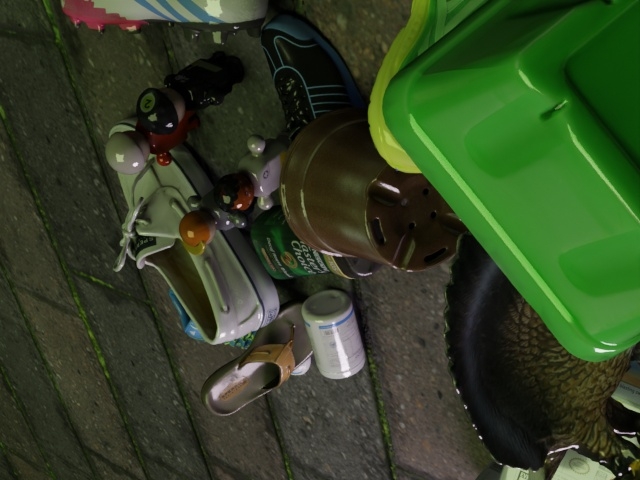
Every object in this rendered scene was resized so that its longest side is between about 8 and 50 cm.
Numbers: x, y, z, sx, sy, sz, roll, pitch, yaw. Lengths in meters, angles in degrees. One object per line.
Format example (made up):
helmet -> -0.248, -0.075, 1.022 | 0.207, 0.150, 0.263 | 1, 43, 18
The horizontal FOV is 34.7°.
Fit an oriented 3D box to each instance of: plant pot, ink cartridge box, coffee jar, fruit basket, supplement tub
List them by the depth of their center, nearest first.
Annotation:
fruit basket -> 0.255, -0.099, 0.724 | 0.283, 0.392, 0.392 | 51, 145, -2
plant pot -> 0.065, -0.048, 1.054 | 0.165, 0.167, 0.167 | 25, 143, 63
coffee jar -> 0.000, 0.000, 1.287 | 0.184, 0.079, 0.096 | -4, 120, 49
ink cartridge box -> 0.234, 0.346, 1.367 | 0.029, 0.063, 0.115 | 23, 137, 36
supplement tub -> 0.018, 0.127, 1.393 | 0.071, 0.071, 0.107 | 17, 134, 38

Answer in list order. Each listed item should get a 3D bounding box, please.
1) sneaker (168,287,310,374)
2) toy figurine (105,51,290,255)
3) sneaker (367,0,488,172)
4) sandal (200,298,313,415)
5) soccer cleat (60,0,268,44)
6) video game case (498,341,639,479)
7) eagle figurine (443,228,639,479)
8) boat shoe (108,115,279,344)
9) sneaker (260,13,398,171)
sneaker -> -0.130, 0.131, 1.510 | 0.240, 0.126, 0.091 | 45, 145, 7
toy figurine -> -0.151, -0.106, 1.292 | 0.209, 0.148, 0.213 | 53, 145, -5
sneaker -> 0.136, -0.187, 0.830 | 0.124, 0.295, 0.109 | 12, 169, 29
sandal -> -0.081, 0.175, 1.451 | 0.090, 0.219, 0.060 | 49, -175, -19
soccer cleat -> -0.185, -0.313, 1.191 | 0.331, 0.116, 0.143 | 14, 114, 39
video game case -> 0.334, 0.191, 0.990 | 0.270, 0.061, 0.244 | 22, 106, 22
eagle figurine -> 0.200, 0.099, 0.893 | 0.298, 0.225, 0.226 | 43, 155, -3
boat shoe -> -0.221, -0.007, 1.420 | 0.367, 0.156, 0.136 | 56, 142, 10
sneaker -> -0.005, -0.142, 1.149 | 0.232, 0.090, 0.081 | 54, 145, -7
